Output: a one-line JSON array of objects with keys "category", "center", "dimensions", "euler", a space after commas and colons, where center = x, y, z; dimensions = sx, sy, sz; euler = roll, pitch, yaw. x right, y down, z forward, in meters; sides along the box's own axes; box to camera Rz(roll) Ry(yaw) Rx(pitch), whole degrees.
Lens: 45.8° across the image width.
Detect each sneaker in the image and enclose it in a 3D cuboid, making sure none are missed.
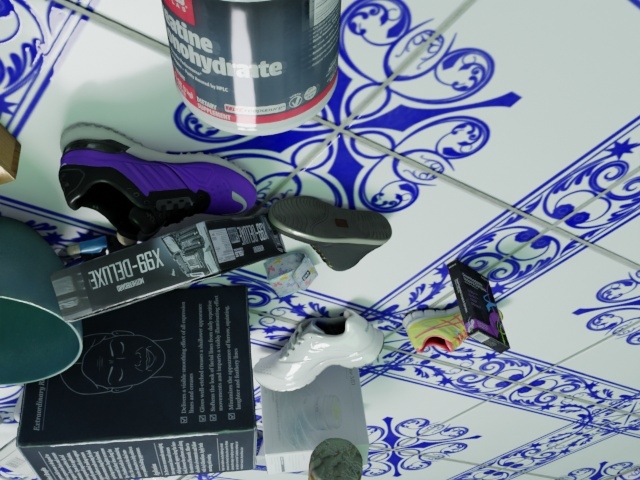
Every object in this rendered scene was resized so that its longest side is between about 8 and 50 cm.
[{"category": "sneaker", "center": [0.281, 0.190, 1.581], "dimensions": [0.209, 0.094, 0.081], "euler": [-11, 143, 2]}, {"category": "sneaker", "center": [0.000, 0.000, 1.269], "dimensions": [0.222, 0.083, 0.118], "euler": [11, 142, -26]}, {"category": "sneaker", "center": [-0.020, 0.219, 1.583], "dimensions": [0.297, 0.111, 0.129], "euler": [-25, 126, 17]}, {"category": "sneaker", "center": [-0.231, -0.056, 1.090], "dimensions": [0.293, 0.146, 0.102], "euler": [12, 140, -24]}]

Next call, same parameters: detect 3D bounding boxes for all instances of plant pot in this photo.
[{"category": "plant pot", "center": [-0.516, 0.077, 1.184], "dimensions": [0.290, 0.195, 0.290], "euler": [-5, 145, -3]}]

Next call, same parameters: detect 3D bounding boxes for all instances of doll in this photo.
[{"category": "doll", "center": [-0.371, 0.027, 1.268], "dimensions": [0.189, 0.046, 0.129], "euler": [-30, 149, 27]}]

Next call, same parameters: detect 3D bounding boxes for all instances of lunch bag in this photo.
[{"category": "lunch bag", "center": [-0.051, 0.060, 1.372], "dimensions": [0.083, 0.053, 0.071], "euler": [-21, 145, 4]}]

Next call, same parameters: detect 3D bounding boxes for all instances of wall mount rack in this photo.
[{"category": "wall mount rack", "center": [-0.607, 0.466, 1.757], "dimensions": [0.304, 0.130, 0.350], "euler": [35, 128, -27]}]

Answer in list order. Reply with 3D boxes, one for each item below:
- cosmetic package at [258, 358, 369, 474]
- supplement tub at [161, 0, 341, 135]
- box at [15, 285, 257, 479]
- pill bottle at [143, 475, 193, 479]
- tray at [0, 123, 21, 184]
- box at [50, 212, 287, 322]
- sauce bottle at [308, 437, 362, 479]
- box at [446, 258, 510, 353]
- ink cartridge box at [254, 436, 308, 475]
[{"category": "cosmetic package", "center": [-0.017, 0.380, 1.682], "dimensions": [0.225, 0.224, 0.138], "euler": [-5, 145, -4]}, {"category": "supplement tub", "center": [-0.071, -0.262, 0.789], "dimensions": [0.191, 0.191, 0.272], "euler": [-4, 145, -4]}, {"category": "box", "center": [-0.322, 0.267, 1.404], "dimensions": [0.396, 0.293, 0.212], "euler": [-2, 144, -7]}, {"category": "pill bottle", "center": [-0.324, 0.485, 1.828], "dimensions": [0.161, 0.161, 0.283], "euler": [19, 137, -33]}, {"category": "tray", "center": [-0.642, -0.108, 1.006], "dimensions": [0.411, 0.076, 0.203], "euler": [-15, 144, 10]}, {"category": "box", "center": [-0.212, 0.033, 1.144], "dimensions": [0.242, 0.076, 0.307], "euler": [-18, 180, 14]}, {"category": "sauce bottle", "center": [0.028, 0.525, 1.602], "dimensions": [0.111, 0.111, 0.344], "euler": [-5, 145, -3]}, {"category": "box", "center": [0.298, 0.124, 1.432], "dimensions": [0.029, 0.162, 0.116], "euler": [-35, 137, 28]}, {"category": "ink cartridge box", "center": [-0.108, 0.597, 2.098], "dimensions": [0.333, 0.065, 0.165], "euler": [15, 147, -31]}]
